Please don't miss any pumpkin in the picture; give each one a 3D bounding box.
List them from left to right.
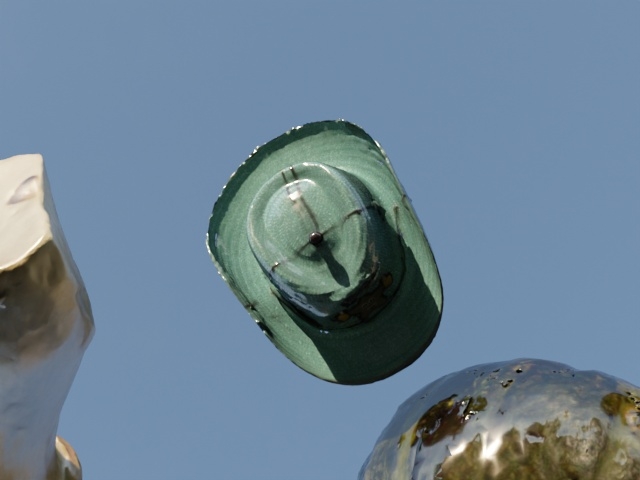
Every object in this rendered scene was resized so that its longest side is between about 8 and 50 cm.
[{"bbox_3d":[0.165,0.223,1.064,0.320,0.192,0.320,18,-44,18],"label":"pumpkin"}]

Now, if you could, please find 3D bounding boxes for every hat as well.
[{"bbox_3d":[0.000,0.000,1.040,0.138,0.078,0.191,-36,-111,4],"label":"hat"}]

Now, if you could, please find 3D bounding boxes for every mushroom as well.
[{"bbox_3d":[-0.156,0.053,0.734,0.108,0.096,0.247,18,-43,2],"label":"mushroom"}]
